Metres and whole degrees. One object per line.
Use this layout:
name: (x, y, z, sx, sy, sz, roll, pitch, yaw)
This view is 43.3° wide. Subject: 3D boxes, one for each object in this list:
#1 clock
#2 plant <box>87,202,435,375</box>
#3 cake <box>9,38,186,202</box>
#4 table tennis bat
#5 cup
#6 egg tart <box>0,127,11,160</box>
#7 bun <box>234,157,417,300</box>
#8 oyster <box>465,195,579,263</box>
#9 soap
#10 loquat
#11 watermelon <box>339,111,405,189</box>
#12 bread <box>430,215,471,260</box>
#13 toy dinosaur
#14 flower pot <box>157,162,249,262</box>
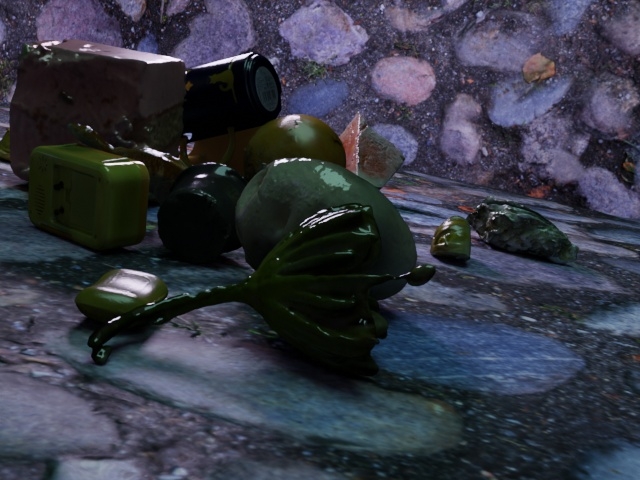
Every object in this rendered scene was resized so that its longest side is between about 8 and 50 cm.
clock: (-0.370, -0.072, 1.284, 0.202, 0.143, 0.096, 17, 20, 33)
plant: (-0.067, 0.034, 0.912, 0.334, 0.180, 0.251, 9, 14, -8)
cake: (-0.451, -0.248, 1.676, 0.315, 0.306, 0.293, 10, 13, 4)
table tennis bat: (-0.266, -0.200, 1.969, 0.321, 0.198, 0.050, -10, 4, 15)
cup: (-0.223, -0.283, 1.844, 0.257, 0.254, 0.178, -7, 8, 25)
egg tart: (-0.703, -0.227, 1.958, 0.191, 0.074, 0.191, 12, 12, -3)
bun: (-0.001, 0.002, 1.156, 0.273, 0.168, 0.273, 21, -23, 9)
oyster: (0.463, -0.019, 1.900, 0.199, 0.112, 0.268, 28, -5, -23)
soap: (-0.233, 0.068, 0.957, 0.089, 0.045, 0.140, 8, 11, 2)
loquat: (-0.057, -0.157, 1.766, 0.235, 0.234, 0.235, 10, 11, -2)
watermelon: (0.098, -0.216, 2.278, 0.193, 0.231, 0.310, 43, -9, -4)
bread: (0.275, -0.005, 1.662, 0.083, 0.094, 0.157, 15, 20, 3)
toy dinosaur: (-0.252, -0.088, 1.410, 0.393, 0.092, 0.205, 23, -25, -1)
flower pot: (-0.186, -0.035, 1.283, 0.158, 0.157, 0.107, 12, 24, 8)
